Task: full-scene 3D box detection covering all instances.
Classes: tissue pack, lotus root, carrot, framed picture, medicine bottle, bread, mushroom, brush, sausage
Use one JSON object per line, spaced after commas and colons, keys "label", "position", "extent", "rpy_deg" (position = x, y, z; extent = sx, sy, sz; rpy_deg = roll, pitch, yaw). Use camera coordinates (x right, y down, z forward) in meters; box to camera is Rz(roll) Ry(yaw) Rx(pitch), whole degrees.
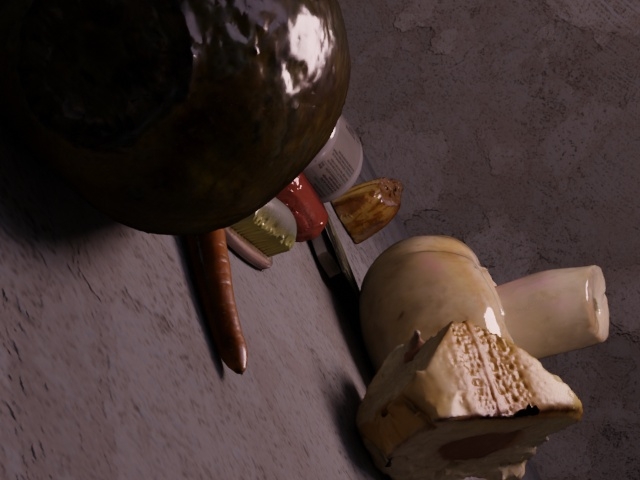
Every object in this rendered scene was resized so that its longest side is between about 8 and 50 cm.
{"label": "tissue pack", "position": [0.000, 0.000, 1.686], "extent": [0.056, 0.023, 0.108], "rpy_deg": [58, 9, -42]}
{"label": "lotus root", "position": [-0.097, -0.128, 0.812], "extent": [0.250, 0.250, 0.346], "rpy_deg": [62, 10, -4]}
{"label": "carrot", "position": [-0.091, 0.039, 0.987], "extent": [0.037, 0.037, 0.190], "rpy_deg": [53, 16, -49]}
{"label": "framed picture", "position": [0.033, 0.024, 1.741], "extent": [0.231, 0.010, 0.173], "rpy_deg": [65, 4, -61]}
{"label": "medicine bottle", "position": [-0.031, -0.144, 1.568], "extent": [0.135, 0.135, 0.215], "rpy_deg": [67, 10, 26]}
{"label": "bread", "position": [0.155, 0.221, 1.322], "extent": [0.224, 0.183, 0.211], "rpy_deg": [39, 40, 3]}
{"label": "mushroom", "position": [0.216, 0.160, 1.651], "extent": [0.325, 0.353, 0.353], "rpy_deg": [-42, 108, -46]}
{"label": "lotus root", "position": [0.091, -0.057, 2.153], "extent": [0.159, 0.135, 0.095], "rpy_deg": [4, 59, -65]}
{"label": "brush", "position": [-0.093, -0.044, 1.135], "extent": [0.072, 0.067, 0.313], "rpy_deg": [67, 11, 23]}
{"label": "sausage", "position": [-0.041, -0.054, 1.443], "extent": [0.141, 0.076, 0.076], "rpy_deg": [56, 10, -47]}
